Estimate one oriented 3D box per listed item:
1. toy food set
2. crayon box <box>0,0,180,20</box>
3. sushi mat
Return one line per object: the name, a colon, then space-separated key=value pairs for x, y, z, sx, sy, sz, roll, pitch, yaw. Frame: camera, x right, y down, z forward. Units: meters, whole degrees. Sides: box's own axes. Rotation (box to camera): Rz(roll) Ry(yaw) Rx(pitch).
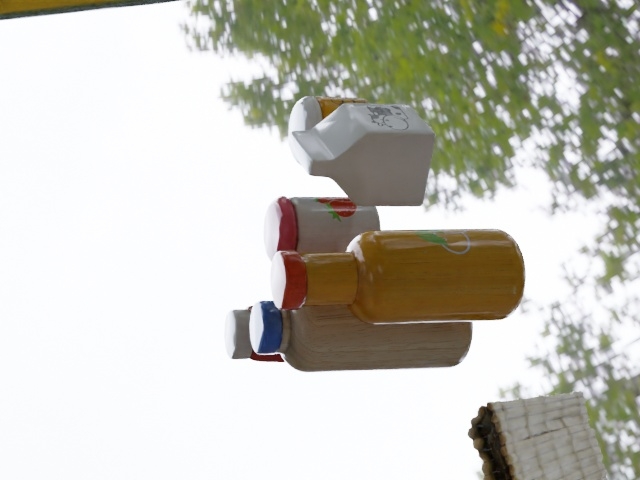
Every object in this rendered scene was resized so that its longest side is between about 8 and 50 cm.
toy food set: x=0.000 y=0.000 z=0.680 sx=0.104 sy=0.232 sz=0.111 roll=0 pitch=-63 yaw=-19
crayon box: x=-0.071 y=-0.228 z=0.398 sx=0.363 sy=0.106 sz=0.313 roll=-13 pitch=-71 yaw=-32
sushi mat: x=0.147 y=0.166 z=0.835 sx=0.019 sy=0.316 sz=0.151 roll=-18 pitch=-101 yaw=16
